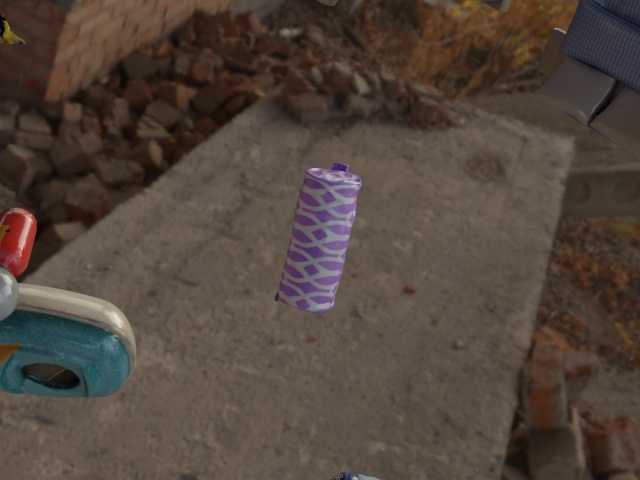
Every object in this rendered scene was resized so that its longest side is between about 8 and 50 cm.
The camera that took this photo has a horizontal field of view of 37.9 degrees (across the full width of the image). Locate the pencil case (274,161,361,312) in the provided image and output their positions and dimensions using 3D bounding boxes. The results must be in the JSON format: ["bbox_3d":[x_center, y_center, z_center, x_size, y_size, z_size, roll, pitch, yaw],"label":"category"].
[{"bbox_3d":[0.000,0.000,1.288,0.086,0.206,0.088,20,19,16],"label":"pencil case"}]

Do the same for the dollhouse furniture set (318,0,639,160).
[{"bbox_3d":[0.170,-0.219,0.612,0.198,0.286,0.303,-10,40,-37],"label":"dollhouse furniture set"}]

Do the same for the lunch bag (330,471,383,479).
[{"bbox_3d":[0.025,0.330,0.836,0.090,0.219,0.176,17,10,-4],"label":"lunch bag"}]

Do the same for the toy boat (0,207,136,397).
[{"bbox_3d":[-0.378,0.109,1.180,0.267,0.318,0.148,5,51,2],"label":"toy boat"}]

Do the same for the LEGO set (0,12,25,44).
[{"bbox_3d":[-0.206,-0.288,0.487,0.192,0.331,0.255,-10,47,-44],"label":"LEGO set"}]
